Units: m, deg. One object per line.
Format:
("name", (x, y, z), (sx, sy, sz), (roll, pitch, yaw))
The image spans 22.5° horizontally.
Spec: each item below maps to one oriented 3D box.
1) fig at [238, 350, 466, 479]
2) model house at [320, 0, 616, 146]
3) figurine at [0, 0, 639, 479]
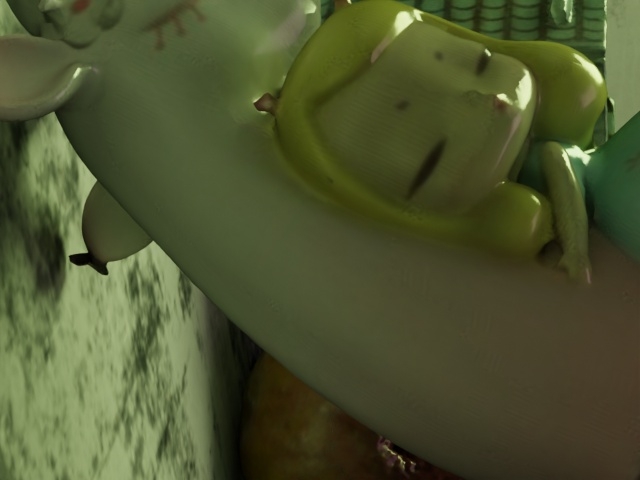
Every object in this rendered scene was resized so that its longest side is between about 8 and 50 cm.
("fig", (0.012, 0.102, 0.961), (0.257, 0.159, 0.159), (-148, -130, -73))
("model house", (0.064, -0.068, 0.968), (0.215, 0.224, 0.198), (54, 38, -68))
("figurine", (0.010, -0.080, 0.586), (0.206, 0.316, 0.284), (107, 9, -73))
